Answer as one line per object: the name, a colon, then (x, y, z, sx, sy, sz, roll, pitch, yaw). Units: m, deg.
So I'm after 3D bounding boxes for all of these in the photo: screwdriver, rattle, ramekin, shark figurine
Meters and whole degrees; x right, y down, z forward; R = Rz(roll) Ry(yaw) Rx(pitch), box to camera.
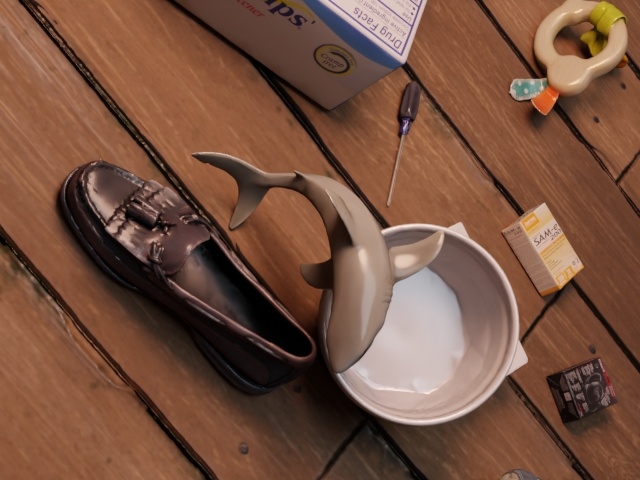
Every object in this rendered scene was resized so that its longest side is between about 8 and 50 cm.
screwdriver: (0.095, -0.115, 1.465, 0.024, 0.025, 0.170, 26, 68, -27)
rattle: (0.340, -0.223, 1.672, 0.130, 0.143, 0.200, 24, 72, 10)
ramekin: (0.094, 0.090, 1.281, 0.207, 0.109, 0.207, 1, 83, -8)
shark figurine: (0.001, -0.026, 1.192, 0.278, 0.166, 0.116, 52, -1, 35)

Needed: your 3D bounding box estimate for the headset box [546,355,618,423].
headset box: (0.325, 0.182, 1.503, 0.083, 0.032, 0.062, -15, 83, -40)

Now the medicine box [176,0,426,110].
medicine box: (-0.008, -0.347, 1.390, 0.263, 0.149, 0.289, 34, 56, -21)

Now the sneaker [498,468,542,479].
sneaker: (0.160, 0.349, 1.273, 0.122, 0.110, 0.283, 37, 55, -15)

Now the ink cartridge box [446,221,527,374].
ink cartridge box: (0.151, 0.083, 1.396, 0.104, 0.060, 0.180, -24, 87, -39)

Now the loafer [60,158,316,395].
loafer: (-0.120, 0.026, 1.199, 0.302, 0.095, 0.109, 46, 53, -13)

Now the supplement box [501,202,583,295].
supplement box: (0.280, 0.011, 1.533, 0.062, 0.036, 0.098, -35, 94, -40)
